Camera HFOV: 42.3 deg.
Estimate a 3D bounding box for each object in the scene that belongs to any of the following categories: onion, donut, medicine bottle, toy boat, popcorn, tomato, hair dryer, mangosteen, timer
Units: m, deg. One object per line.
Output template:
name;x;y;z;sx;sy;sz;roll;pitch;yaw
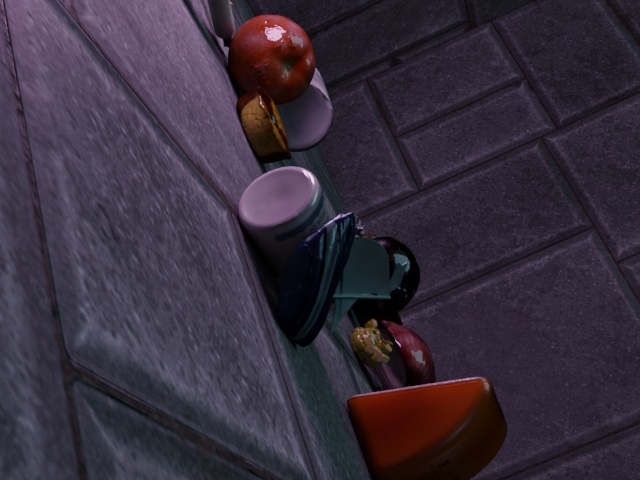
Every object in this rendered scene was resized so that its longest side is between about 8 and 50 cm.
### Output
onion;0.201;0.292;2.083;0.283;0.120;0.227;-129;-148;-50
donut;-0.125;-0.249;1.806;0.166;0.073;0.184;58;10;-58
medicine bottle;-0.075;-0.380;2.229;0.332;0.190;0.190;-102;167;-64
medicine bottle;-0.025;0.006;1.328;0.139;0.139;0.237;-108;171;-47
toy boat;0.057;0.065;1.297;0.067;0.221;0.291;28;14;39
popcorn;0.118;0.247;1.954;0.097;0.089;0.109;40;27;-51
tomato;-0.120;-0.426;1.958;0.184;0.208;0.208;35;-21;49
hair dryer;-0.219;-0.543;1.873;0.357;0.173;0.108;88;-17;-69
mangosteen;0.139;0.079;2.207;0.265;0.228;0.228;51;-6;43
timer;0.211;0.350;1.501;0.257;0.250;0.161;58;9;-54

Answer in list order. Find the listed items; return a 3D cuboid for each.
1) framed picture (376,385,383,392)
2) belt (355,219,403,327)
framed picture;0.226;0.551;2.040;0.255;0.014;0.339;-106;170;-54
belt;0.126;0.115;2.424;0.217;0.122;0.339;44;24;-81
